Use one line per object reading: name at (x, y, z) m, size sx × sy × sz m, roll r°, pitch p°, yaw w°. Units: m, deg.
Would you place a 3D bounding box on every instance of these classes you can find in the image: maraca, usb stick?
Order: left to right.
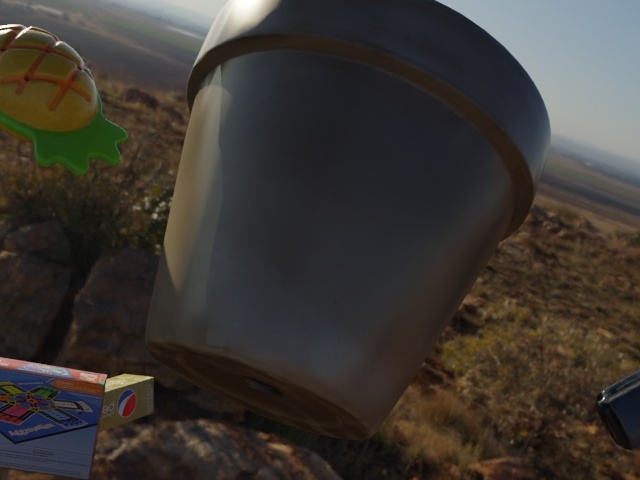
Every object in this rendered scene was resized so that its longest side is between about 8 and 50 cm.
maraca at (-0.273, -0.140, 0.712) m, size 0.185 × 0.099 × 0.127 m, roll 50°, pitch 44°, yaw 8°
usb stick at (0.461, 0.159, 0.862) m, size 0.077 × 0.278 × 0.045 m, roll 63°, pitch -6°, yaw 7°

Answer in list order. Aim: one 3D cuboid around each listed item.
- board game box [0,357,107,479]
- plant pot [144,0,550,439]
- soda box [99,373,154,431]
board game box at (-0.409, 0.203, 0.858) m, size 0.281 × 0.145 × 0.027 m, roll 12°, pitch 22°, yaw -9°
plant pot at (0.000, 0.000, 0.601) m, size 0.323 × 0.280 × 0.323 m, roll 19°, pitch -22°, yaw 8°
soda box at (-0.324, 0.241, 1.045) m, size 0.061 × 0.058 × 0.181 m, roll 1°, pitch 1°, yaw 27°
